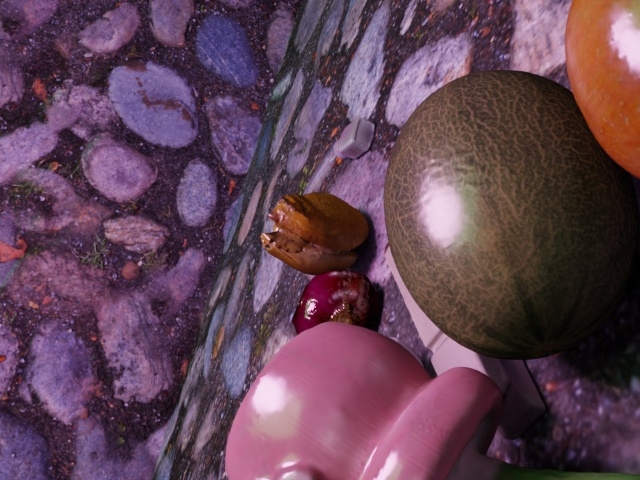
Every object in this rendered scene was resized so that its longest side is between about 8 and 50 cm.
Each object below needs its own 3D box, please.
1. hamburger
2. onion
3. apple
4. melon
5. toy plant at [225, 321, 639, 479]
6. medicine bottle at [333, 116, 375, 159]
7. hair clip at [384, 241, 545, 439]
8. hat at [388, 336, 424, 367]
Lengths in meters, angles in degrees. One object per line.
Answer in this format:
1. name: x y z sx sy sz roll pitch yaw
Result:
1. hamburger: 0.000 0.000 1.128 0.143 0.157 0.283 -59 -20 20
2. onion: 0.010 0.133 1.063 0.173 0.136 0.198 -70 16 -10
3. apple: 0.297 -0.133 0.432 0.173 0.211 0.234 88 -177 -65
4. melon: 0.184 -0.028 0.578 0.237 0.238 0.301 -49 34 47
5. toy plant: 0.099 0.234 0.456 0.211 0.356 0.316 -20 -51 -60
6. medicine bottle: 0.079 -0.240 1.387 0.118 0.055 0.074 -28 45 62
7. hair clip: 0.170 0.089 0.721 0.085 0.101 0.330 -56 24 24
8. hat: 0.070 0.208 0.804 0.126 0.203 0.203 -20 50 42
